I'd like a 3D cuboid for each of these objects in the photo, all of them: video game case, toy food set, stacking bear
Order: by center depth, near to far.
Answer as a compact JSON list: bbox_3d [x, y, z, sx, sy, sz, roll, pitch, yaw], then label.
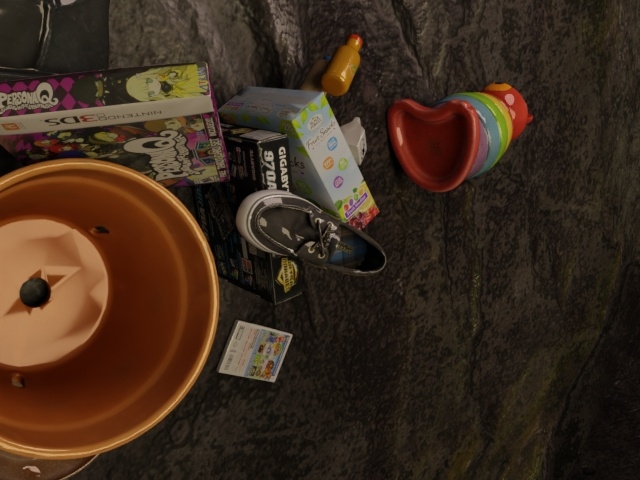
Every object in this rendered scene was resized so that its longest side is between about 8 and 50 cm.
[{"bbox_3d":[-0.209,-0.106,0.678,0.210,0.232,0.042,-7,76,-6],"label":"video game case"},{"bbox_3d":[0.018,-0.187,0.961,0.232,0.111,0.105,76,30,-49],"label":"toy food set"},{"bbox_3d":[-0.106,0.183,1.046,0.122,0.011,0.087,23,88,-43],"label":"video game case"},{"bbox_3d":[0.281,-0.208,1.172,0.289,0.175,0.164,-29,119,-40],"label":"stacking bear"}]

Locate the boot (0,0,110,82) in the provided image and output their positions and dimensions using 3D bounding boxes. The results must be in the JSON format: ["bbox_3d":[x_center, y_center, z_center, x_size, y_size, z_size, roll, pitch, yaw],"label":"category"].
[{"bbox_3d":[-0.342,-0.358,0.569,0.367,0.146,0.446,-6,112,-51],"label":"boot"}]

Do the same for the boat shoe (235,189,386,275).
[{"bbox_3d":[0.000,0.000,0.797,0.228,0.076,0.080,27,84,-44],"label":"boat shoe"}]

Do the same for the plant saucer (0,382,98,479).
[{"bbox_3d":[-0.353,0.220,0.824,0.198,0.036,0.199,-14,113,-38],"label":"plant saucer"}]

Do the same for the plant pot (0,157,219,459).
[{"bbox_3d":[-0.285,0.065,0.696,0.290,0.203,0.291,-1,91,-38],"label":"plant pot"}]

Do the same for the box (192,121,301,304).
[{"bbox_3d":[-0.106,-0.041,0.863,0.051,0.175,0.220,-22,117,-37],"label":"box"}]

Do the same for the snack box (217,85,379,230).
[{"bbox_3d":[-0.031,-0.112,0.907,0.070,0.174,0.207,-45,128,-23],"label":"snack box"}]
